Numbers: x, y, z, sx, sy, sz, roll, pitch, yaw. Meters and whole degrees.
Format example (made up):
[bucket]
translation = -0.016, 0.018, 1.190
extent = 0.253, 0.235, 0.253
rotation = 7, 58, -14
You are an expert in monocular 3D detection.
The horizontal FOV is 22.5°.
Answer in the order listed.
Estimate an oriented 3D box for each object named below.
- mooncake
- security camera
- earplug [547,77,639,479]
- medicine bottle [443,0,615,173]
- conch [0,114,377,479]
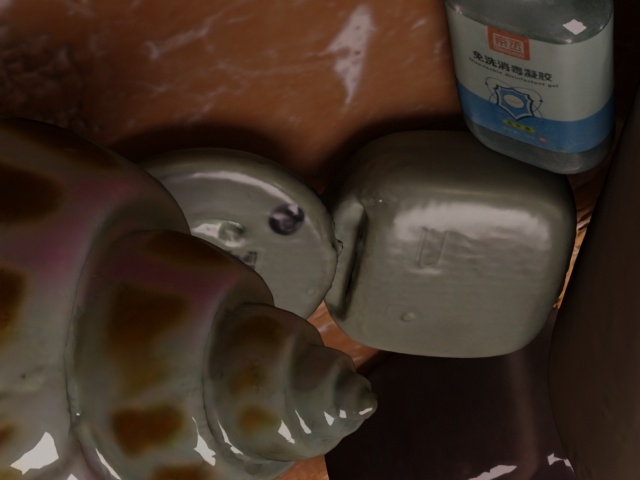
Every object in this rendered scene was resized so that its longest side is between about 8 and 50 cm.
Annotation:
[mooncake]
translation = 0.124, 0.155, 1.194
extent = 0.245, 0.133, 0.245
rotation = -9, 150, -5
[security camera]
translation = 0.000, 0.000, 0.938
extent = 0.302, 0.080, 0.157
rotation = 2, 133, -13
[earplug]
translation = 0.303, -0.013, 0.874
extent = 0.313, 0.312, 0.394
rotation = -12, 144, -12
[medicine bottle]
translation = 0.106, -0.111, 0.820
extent = 0.053, 0.090, 0.208
rotation = -58, 156, -21
[conch]
translation = -0.142, 0.064, 0.772
extent = 0.197, 0.368, 0.249
rotation = -16, 113, -30
